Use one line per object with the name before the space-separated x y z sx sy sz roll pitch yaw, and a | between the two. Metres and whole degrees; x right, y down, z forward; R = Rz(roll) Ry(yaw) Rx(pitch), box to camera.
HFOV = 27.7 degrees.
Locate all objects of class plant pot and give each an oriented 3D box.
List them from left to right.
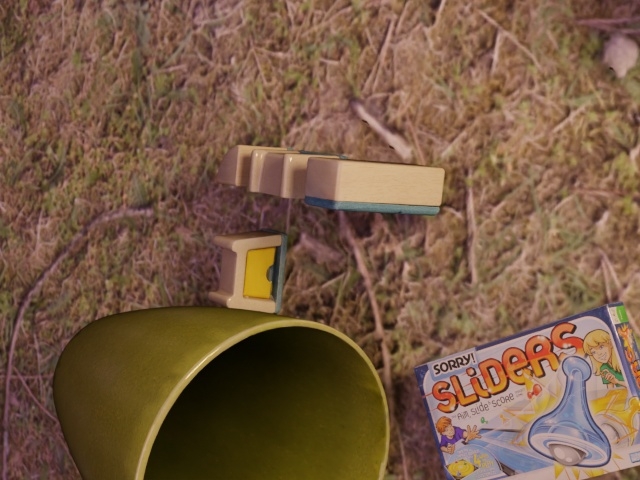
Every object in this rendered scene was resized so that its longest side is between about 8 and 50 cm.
plant pot | -0.133 0.172 1.243 0.293 0.274 0.275 19 103 49

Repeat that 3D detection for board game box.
board game box | 0.189 0.147 1.131 0.201 0.035 0.136 -23 78 33

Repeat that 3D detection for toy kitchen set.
toy kitchen set | 0.000 0.000 1.234 0.207 0.122 0.166 14 100 55
